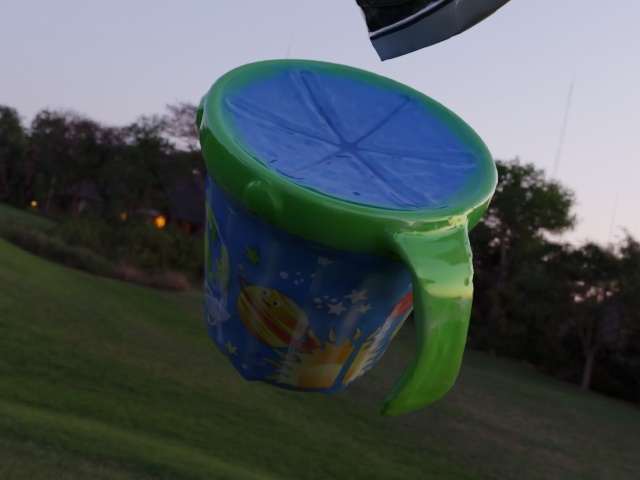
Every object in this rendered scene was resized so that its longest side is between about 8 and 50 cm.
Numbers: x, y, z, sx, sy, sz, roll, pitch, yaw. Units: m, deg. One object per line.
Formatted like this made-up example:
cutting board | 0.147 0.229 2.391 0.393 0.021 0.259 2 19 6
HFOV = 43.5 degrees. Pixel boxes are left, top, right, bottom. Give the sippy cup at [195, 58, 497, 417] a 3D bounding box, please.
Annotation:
sippy cup | 0.000 0.000 0.675 0.240 0.224 0.305 16 35 -2

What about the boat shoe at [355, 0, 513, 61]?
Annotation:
boat shoe | 0.073 -0.162 0.477 0.070 0.078 0.219 56 -18 -13
